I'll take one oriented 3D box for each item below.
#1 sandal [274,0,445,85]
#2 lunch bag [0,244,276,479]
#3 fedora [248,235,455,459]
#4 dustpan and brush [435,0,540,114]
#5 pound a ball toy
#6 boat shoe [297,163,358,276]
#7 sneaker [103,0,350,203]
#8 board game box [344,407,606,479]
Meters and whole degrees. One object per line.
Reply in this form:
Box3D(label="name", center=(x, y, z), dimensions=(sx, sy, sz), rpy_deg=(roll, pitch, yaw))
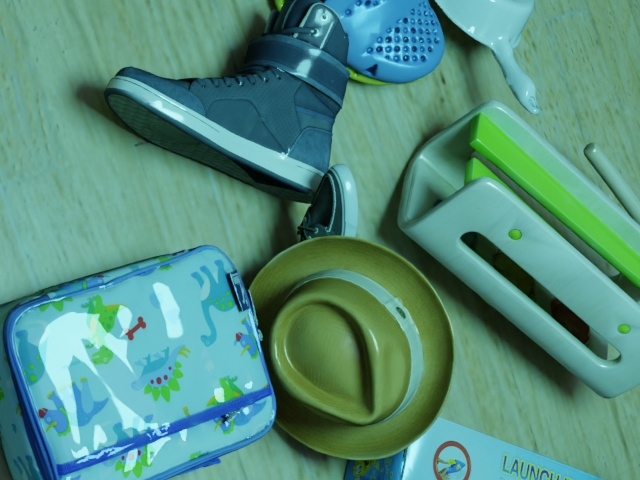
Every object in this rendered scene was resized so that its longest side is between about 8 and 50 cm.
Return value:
Box3D(label="sandal", center=(0.012, -0.272, 1.436), dimensions=(0.317, 0.138, 0.126), rpy_deg=(52, 56, -17))
Box3D(label="lunch bag", center=(-0.147, 0.108, 1.287), dimensions=(0.219, 0.090, 0.176), rpy_deg=(-16, 93, -34))
Box3D(label="fedora", center=(0.015, 0.093, 1.344), dimensions=(0.079, 0.194, 0.194), rpy_deg=(-27, 99, -75))
Box3D(label="dustpan and brush", center=(0.162, -0.208, 1.543), dimensions=(0.147, 0.060, 0.211), rpy_deg=(4, 43, -44))
Box3D(label="pound a ball toy", center=(0.223, 0.006, 1.552), dimensions=(0.319, 0.136, 0.208), rpy_deg=(39, 37, -22))
Box3D(label="boat shoe", center=(0.000, 0.000, 1.393), dimensions=(0.040, 0.049, 0.142), rpy_deg=(-8, 128, -25))
Box3D(label="sneaker", center=(-0.070, -0.143, 1.375), dimensions=(0.226, 0.086, 0.163), rpy_deg=(24, 79, -39))
Box3D(label="board game box", center=(0.145, 0.336, 1.443), dimensions=(0.308, 0.086, 0.302), rpy_deg=(24, 68, -29))
